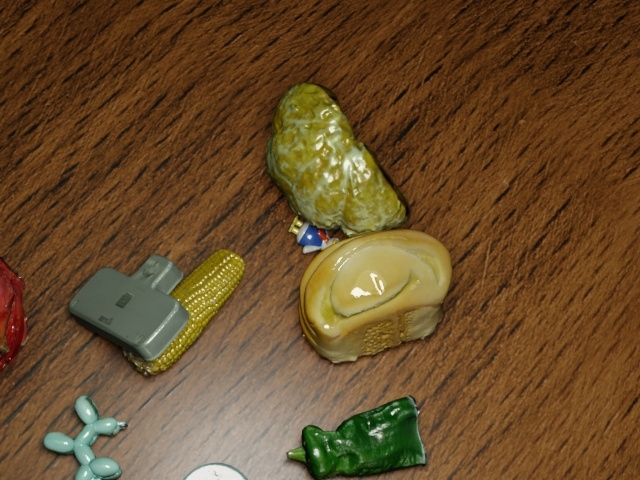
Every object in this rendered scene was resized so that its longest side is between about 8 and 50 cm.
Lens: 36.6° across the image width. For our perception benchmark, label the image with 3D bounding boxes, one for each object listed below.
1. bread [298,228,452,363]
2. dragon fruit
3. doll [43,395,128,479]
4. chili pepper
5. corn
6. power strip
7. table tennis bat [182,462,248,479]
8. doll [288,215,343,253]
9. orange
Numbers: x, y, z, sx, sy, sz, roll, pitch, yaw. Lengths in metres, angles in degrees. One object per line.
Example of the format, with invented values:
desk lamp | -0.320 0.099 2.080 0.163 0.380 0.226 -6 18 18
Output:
bread | 0.098 0.086 1.925 0.315 0.270 0.211 -20 60 -7
dragon fruit | -0.696 0.133 1.793 0.295 0.295 0.302 -31 91 -17
doll | -0.441 0.396 1.840 0.158 0.059 0.159 31 68 5
chili pepper | 0.066 0.397 1.888 0.270 0.099 0.136 -9 96 -17
corn | -0.265 0.141 1.939 0.106 0.106 0.305 39 66 8
power strip | -0.353 0.115 1.885 0.265 0.059 0.194 20 62 41
table tennis bat | -0.220 0.539 1.831 0.153 0.040 0.244 25 64 2
doll | 0.000 0.000 2.049 0.143 0.058 0.099 31 51 -1
orange | 0.011 -0.150 1.992 0.210 0.271 0.369 -32 79 -10
